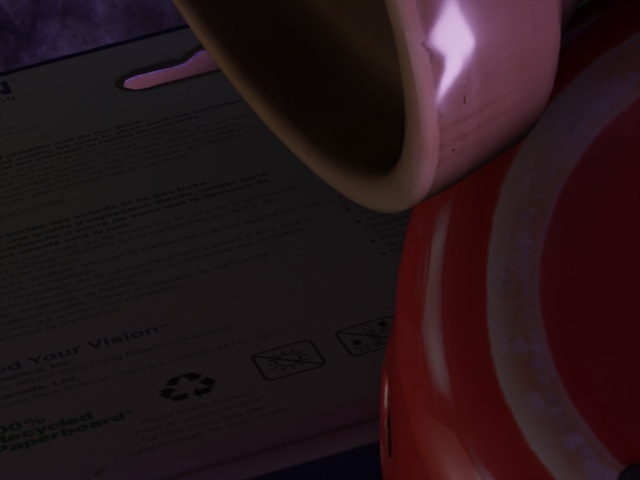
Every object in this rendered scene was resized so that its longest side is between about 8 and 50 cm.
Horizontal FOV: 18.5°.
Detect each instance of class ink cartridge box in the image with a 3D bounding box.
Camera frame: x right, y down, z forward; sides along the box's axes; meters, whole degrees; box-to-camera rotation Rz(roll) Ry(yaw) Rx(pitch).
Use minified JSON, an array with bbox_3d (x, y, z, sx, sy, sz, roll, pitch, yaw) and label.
[{"bbox_3d":[0.000,0.000,0.725,0.330,0.324,0.071,-126,23,-61],"label":"ink cartridge box"}]

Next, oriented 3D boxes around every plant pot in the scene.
[{"bbox_3d":[0.103,0.035,0.475,0.191,0.191,0.174,53,176,20],"label":"plant pot"},{"bbox_3d":[0.001,-0.134,0.387,0.237,0.110,0.237,57,170,15],"label":"plant pot"}]

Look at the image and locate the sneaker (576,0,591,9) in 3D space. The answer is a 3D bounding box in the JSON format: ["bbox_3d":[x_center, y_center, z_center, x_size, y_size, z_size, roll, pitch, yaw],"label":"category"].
[{"bbox_3d":[0.034,-0.139,0.571,0.270,0.090,0.145,39,169,-26],"label":"sneaker"}]

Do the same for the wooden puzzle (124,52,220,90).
[{"bbox_3d":[0.010,0.059,1.116,0.322,0.080,0.347,-8,-91,-46],"label":"wooden puzzle"}]
